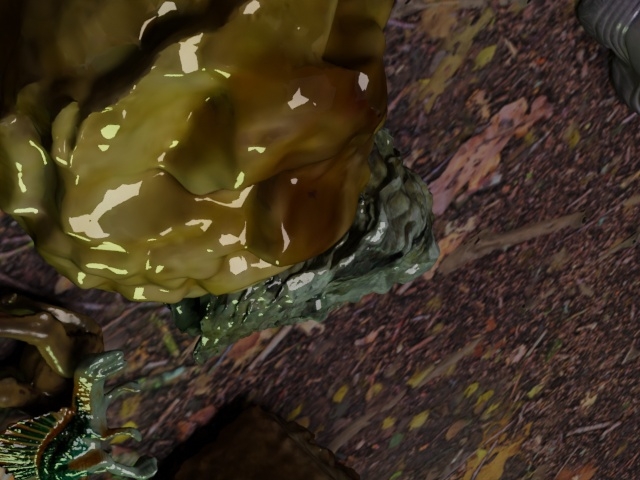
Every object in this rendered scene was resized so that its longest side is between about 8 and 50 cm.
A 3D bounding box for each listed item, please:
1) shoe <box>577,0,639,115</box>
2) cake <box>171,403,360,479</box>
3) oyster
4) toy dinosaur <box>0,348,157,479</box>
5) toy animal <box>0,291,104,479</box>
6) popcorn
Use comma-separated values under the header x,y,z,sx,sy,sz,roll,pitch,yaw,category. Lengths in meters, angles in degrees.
x,y,z,sx,sy,sz,roll,pitch,yaw,category
0.305,-0.136,1.567,0.095,0.137,0.245,-43,151,5,shoe
-0.024,0.325,1.609,0.282,0.256,0.290,-44,154,-5,cake
0.000,0.000,1.379,0.268,0.112,0.198,-31,151,-36,oyster
-0.183,0.148,1.312,0.187,0.044,0.106,-33,138,20,toy dinosaur
-0.199,0.116,1.337,0.149,0.054,0.275,-43,151,1,toy animal
-0.100,-0.080,1.071,0.332,0.225,0.265,-24,138,6,popcorn
